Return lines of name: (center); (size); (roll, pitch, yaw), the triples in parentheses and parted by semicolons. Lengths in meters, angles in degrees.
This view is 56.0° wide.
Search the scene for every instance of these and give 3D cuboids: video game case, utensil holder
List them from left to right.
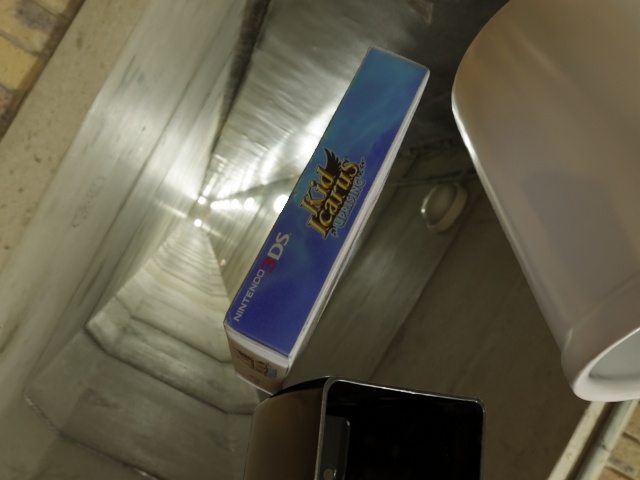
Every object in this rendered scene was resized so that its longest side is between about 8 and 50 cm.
video game case: (0.000, 0.000, 0.564); (0.061, 0.270, 0.244); (25, 159, 5)
utensil holder: (0.350, -0.068, 0.659); (0.327, 0.327, 0.386); (33, -147, -47)

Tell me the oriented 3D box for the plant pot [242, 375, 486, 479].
plant pot: (0.021, 0.227, 0.552); (0.188, 0.188, 0.167); (17, 161, -33)
